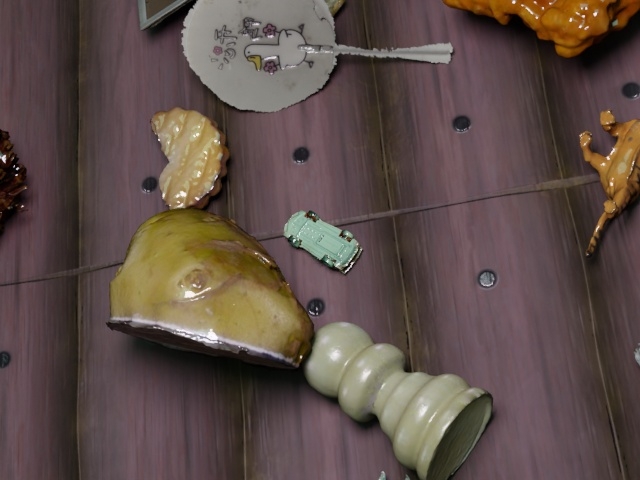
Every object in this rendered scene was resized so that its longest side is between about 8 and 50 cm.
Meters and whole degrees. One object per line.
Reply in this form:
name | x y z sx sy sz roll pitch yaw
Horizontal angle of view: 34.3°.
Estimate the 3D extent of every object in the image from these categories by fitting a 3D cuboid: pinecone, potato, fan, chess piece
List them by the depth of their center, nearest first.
chess piece | 0.086 0.198 1.384 0.251 0.144 0.144 31 79 30
potato | -0.145 0.058 1.407 0.300 0.246 0.196 7 79 40
fan | -0.005 -0.294 1.588 0.415 0.233 0.012 4 35 -4
pinecone | -0.561 -0.091 1.620 0.222 0.221 0.221 -5 68 13

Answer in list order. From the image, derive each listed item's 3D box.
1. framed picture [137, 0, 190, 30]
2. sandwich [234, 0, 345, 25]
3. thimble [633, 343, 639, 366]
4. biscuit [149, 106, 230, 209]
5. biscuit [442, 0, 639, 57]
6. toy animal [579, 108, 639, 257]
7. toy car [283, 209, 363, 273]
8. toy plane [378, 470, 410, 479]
framed picture | -0.182 -0.480 1.706 0.296 0.019 0.232 -28 44 17
sandwich | -0.092 -0.353 1.642 0.235 0.122 0.128 -50 53 -5
thimble | 0.461 0.144 1.326 0.110 0.084 0.062 -29 63 16
biscuit | -0.196 -0.123 1.614 0.118 0.061 0.183 -11 69 8
biscuit | 0.337 -0.427 1.490 0.312 0.110 0.318 26 78 26
toy animal | 0.417 -0.087 1.433 0.114 0.116 0.255 25 81 49
toy car | 0.000 0.000 1.529 0.122 0.035 0.059 29 79 31
toy plane | 0.093 0.348 1.370 0.080 0.033 0.083 -38 72 -3
